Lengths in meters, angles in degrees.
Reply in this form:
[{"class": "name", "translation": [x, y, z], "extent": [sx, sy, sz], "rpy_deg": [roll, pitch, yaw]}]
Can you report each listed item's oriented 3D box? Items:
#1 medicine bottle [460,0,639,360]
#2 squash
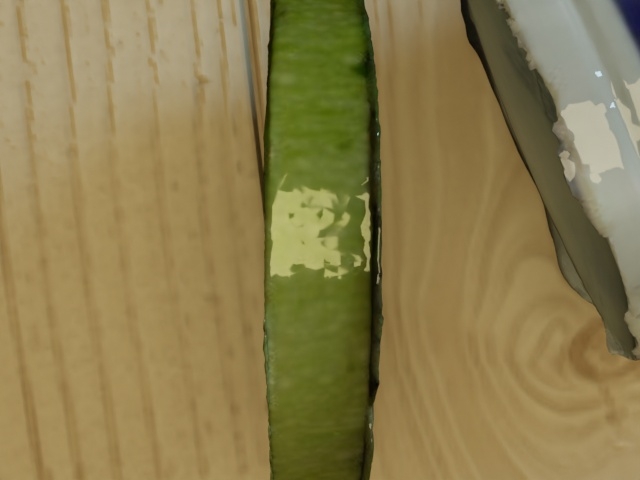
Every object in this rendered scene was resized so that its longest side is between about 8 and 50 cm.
[{"class": "medicine bottle", "translation": [0.236, -0.098, 0.771], "extent": [0.332, 0.190, 0.190], "rpy_deg": [-22, 96, 1]}, {"class": "squash", "translation": [-0.005, 0.000, 0.766], "extent": [0.041, 0.219, 0.219], "rpy_deg": [0, 97, -3]}]
